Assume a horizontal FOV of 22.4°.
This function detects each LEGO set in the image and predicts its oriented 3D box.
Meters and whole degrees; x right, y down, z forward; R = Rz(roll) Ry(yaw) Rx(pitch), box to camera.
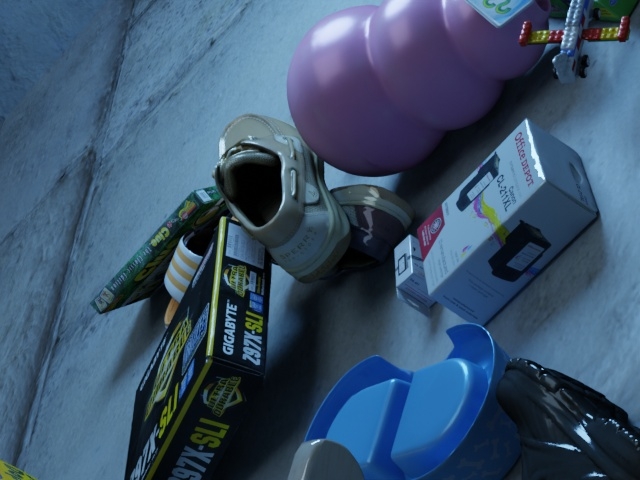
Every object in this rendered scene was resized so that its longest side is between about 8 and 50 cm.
[{"bbox_3d":[0.272,-0.261,1.662,0.182,0.060,0.244,-37,48,-2],"label":"LEGO set"}]

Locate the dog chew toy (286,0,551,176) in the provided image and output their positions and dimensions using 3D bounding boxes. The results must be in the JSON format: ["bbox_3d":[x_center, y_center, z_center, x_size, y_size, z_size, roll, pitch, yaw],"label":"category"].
[{"bbox_3d":[0.120,-0.207,1.863,0.332,0.206,0.207,-27,36,35],"label":"dog chew toy"}]

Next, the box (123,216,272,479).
[{"bbox_3d":[-0.151,0.174,1.958,0.257,0.079,0.322,-91,24,-50],"label":"box"}]

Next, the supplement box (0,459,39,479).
[{"bbox_3d":[-0.415,0.487,2.031,0.356,0.195,0.194,-58,23,-4],"label":"supplement box"}]

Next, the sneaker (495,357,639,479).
[{"bbox_3d":[0.202,0.185,1.307,0.130,0.109,0.286,-62,20,6],"label":"sneaker"}]

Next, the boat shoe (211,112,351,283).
[{"bbox_3d":[-0.064,-0.078,1.916,0.122,0.110,0.341,-48,32,8],"label":"boat shoe"}]

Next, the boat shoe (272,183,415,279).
[{"bbox_3d":[0.000,0.000,1.951,0.285,0.103,0.092,-10,46,53],"label":"boat shoe"}]

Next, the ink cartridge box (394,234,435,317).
[{"bbox_3d":[0.107,0.039,1.749,0.028,0.048,0.083,-43,28,30],"label":"ink cartridge box"}]

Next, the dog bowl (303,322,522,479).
[{"bbox_3d":[0.093,0.185,1.558,0.297,0.074,0.166,-27,37,51],"label":"dog bowl"}]

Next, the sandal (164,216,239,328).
[{"bbox_3d":[-0.159,0.005,2.291,0.265,0.076,0.102,-52,23,11],"label":"sandal"}]

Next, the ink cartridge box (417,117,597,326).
[{"bbox_3d":[0.185,-0.019,1.635,0.175,0.072,0.127,-47,24,24],"label":"ink cartridge box"}]

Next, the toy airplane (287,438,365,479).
[{"bbox_3d":[-0.044,0.386,1.187,0.384,0.386,0.272,-26,-9,-27],"label":"toy airplane"}]

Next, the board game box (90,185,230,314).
[{"bbox_3d":[-0.221,0.009,2.379,0.260,0.030,0.136,-45,-15,28],"label":"board game box"}]

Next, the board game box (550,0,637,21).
[{"bbox_3d":[0.308,-0.358,1.862,0.213,0.046,0.317,-59,23,-2],"label":"board game box"}]
